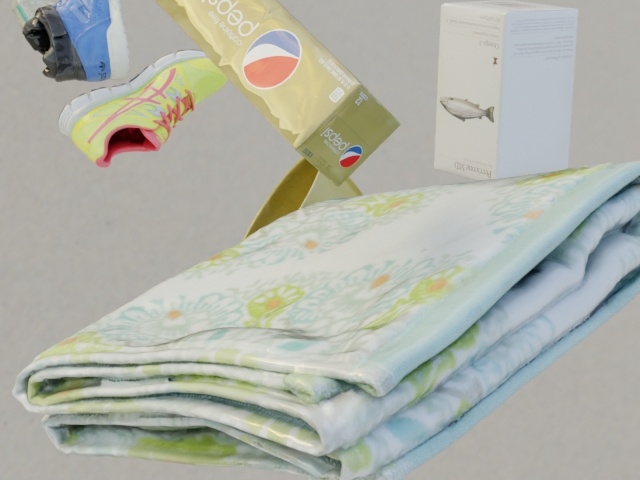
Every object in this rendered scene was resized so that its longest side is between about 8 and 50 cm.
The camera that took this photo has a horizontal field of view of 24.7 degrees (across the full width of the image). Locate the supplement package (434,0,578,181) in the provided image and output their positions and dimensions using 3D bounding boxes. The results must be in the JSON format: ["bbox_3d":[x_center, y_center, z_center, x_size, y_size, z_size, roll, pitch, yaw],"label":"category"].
[{"bbox_3d":[0.193,-0.157,1.527,0.105,0.179,0.105,-9,17,-35],"label":"supplement package"}]

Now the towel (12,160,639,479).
[{"bbox_3d":[0.021,0.042,0.986,0.374,0.321,0.090,-29,110,-43],"label":"towel"}]

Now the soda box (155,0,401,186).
[{"bbox_3d":[-0.032,-0.117,0.930,0.181,0.058,0.061,47,5,34],"label":"soda box"}]

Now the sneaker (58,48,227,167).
[{"bbox_3d":[-0.192,-0.145,1.692,0.208,0.081,0.094,-28,61,-12],"label":"sneaker"}]

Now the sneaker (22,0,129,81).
[{"bbox_3d":[-0.220,-0.206,1.273,0.085,0.058,0.152,-7,71,-15],"label":"sneaker"}]

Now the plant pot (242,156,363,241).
[{"bbox_3d":[0.000,0.000,1.286,0.095,0.134,0.134,35,31,-14],"label":"plant pot"}]

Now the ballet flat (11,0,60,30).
[{"bbox_3d":[-0.301,-0.267,1.649,0.052,0.057,0.168,53,15,-5],"label":"ballet flat"}]
